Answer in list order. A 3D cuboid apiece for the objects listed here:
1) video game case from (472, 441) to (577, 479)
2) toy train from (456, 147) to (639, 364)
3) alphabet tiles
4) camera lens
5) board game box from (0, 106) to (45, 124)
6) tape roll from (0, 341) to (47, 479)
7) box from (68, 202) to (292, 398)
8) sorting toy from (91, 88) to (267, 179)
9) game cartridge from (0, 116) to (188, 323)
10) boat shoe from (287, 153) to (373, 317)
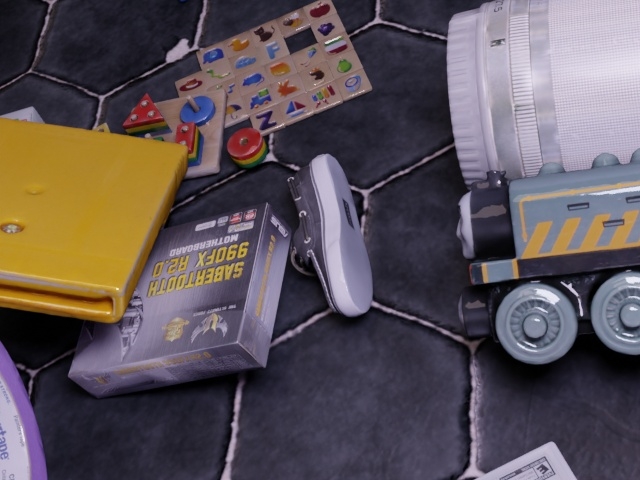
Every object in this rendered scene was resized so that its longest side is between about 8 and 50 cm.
[{"bbox_3d":[0.167,0.293,1.094,0.190,0.022,0.173,-26,49,-2],"label":"video game case"},{"bbox_3d":[0.290,0.009,1.152,0.334,0.142,0.190,-7,90,17],"label":"toy train"},{"bbox_3d":[-0.070,-0.213,1.584,0.237,0.009,0.198,-23,50,3],"label":"alphabet tiles"},{"bbox_3d":[0.286,-0.157,1.271,0.274,0.219,0.219,-6,52,16],"label":"camera lens"},{"bbox_3d":[-0.488,-0.027,1.533,0.303,0.097,0.224,-14,50,10],"label":"board game box"},{"bbox_3d":[-0.367,0.201,1.193,0.090,0.275,0.275,-19,50,6],"label":"tape roll"},{"bbox_3d":[-0.153,0.067,1.329,0.231,0.056,0.183,-13,48,29],"label":"box"},{"bbox_3d":[-0.200,-0.136,1.537,0.274,0.046,0.132,-10,53,17],"label":"sorting toy"},{"bbox_3d":[-0.317,-0.036,1.350,0.285,0.053,0.324,9,31,3],"label":"game cartridge"},{"bbox_3d":[0.000,0.000,1.351,0.076,0.080,0.228,-26,50,18],"label":"boat shoe"}]
